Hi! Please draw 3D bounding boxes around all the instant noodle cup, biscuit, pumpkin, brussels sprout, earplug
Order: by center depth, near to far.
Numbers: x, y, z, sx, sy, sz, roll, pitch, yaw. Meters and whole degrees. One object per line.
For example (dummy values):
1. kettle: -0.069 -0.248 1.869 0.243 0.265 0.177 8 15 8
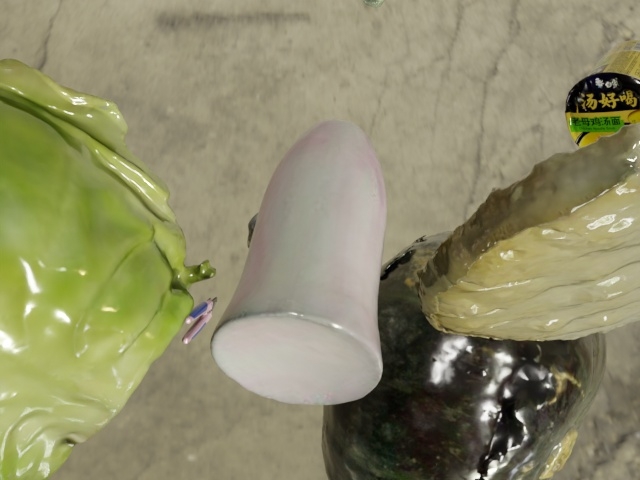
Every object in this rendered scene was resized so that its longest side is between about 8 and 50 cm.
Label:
1. biscuit: 0.115 0.016 0.641 0.141 0.290 0.038 -19 73 19
2. brussels sprout: -0.334 0.022 1.099 0.361 0.342 0.425 34 131 -29
3. earplug: 0.000 0.000 1.445 0.172 0.301 0.172 8 144 6
4. pumpkin: 0.185 0.198 1.869 0.344 0.454 0.454 28 115 20
5. instant noodle cup: 0.420 -0.193 1.882 0.151 0.122 0.151 20 138 19

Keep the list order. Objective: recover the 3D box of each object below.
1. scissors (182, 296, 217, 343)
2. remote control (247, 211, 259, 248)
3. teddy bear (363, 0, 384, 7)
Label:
1. scissors: -0.154 0.096 1.790 0.012 0.113 0.039 12 112 13
2. remote control: -0.031 0.015 1.952 0.090 0.266 0.066 -4 108 -24
3. teddy bear: -0.019 -0.130 0.365 0.213 0.133 0.111 34 111 4
